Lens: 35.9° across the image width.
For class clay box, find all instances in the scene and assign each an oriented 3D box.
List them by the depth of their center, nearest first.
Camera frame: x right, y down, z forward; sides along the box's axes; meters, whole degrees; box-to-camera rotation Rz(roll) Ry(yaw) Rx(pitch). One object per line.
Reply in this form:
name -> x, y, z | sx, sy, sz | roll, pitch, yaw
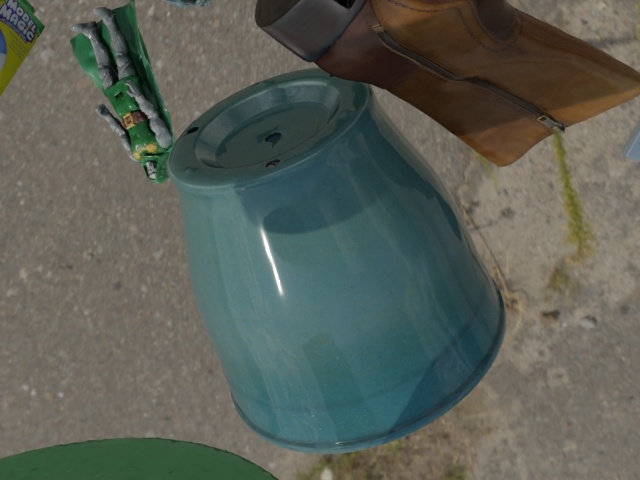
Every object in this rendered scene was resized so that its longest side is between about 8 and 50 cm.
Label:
clay box -> -0.433, -0.246, 1.218 | 0.053, 0.222, 0.127 | 5, 150, 37

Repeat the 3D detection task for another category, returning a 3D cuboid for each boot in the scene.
boot -> 0.138, -0.153, 0.692 | 0.280, 0.096, 0.264 | 24, 139, -32

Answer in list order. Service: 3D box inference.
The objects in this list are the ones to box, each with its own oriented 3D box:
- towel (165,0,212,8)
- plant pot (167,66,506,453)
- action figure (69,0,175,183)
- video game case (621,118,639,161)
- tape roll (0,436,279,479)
towel -> -0.282, -0.491, 1.481 | 0.321, 0.374, 0.090 | 8, 137, 2
plant pot -> 0.000, 0.000, 0.867 | 0.272, 0.271, 0.255 | -17, 123, 10
action figure -> -0.246, -0.181, 1.270 | 0.137, 0.063, 0.232 | -24, 89, 40
video game case -> 0.445, -0.144, 1.129 | 0.143, 0.019, 0.157 | 17, 116, -14
tape roll -> -0.143, 0.198, 0.393 | 0.321, 0.321, 0.077 | -12, 109, 7
